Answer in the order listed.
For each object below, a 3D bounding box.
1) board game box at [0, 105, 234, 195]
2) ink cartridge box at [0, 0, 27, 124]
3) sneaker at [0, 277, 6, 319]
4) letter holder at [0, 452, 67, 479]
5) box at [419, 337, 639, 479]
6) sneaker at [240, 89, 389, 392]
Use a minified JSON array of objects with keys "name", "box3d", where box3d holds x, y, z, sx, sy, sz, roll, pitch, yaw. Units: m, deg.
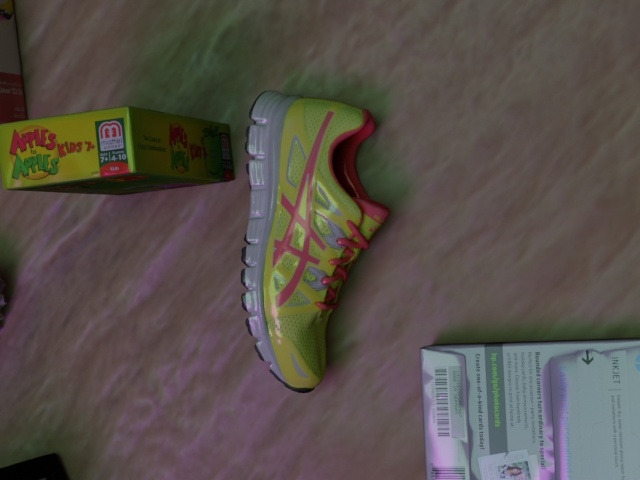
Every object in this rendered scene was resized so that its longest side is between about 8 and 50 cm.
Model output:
[{"name":"board game box","box3d":[-0.133,-0.058,1.104,0.092,0.181,0.043,-7,89,16]},{"name":"ink cartridge box","box3d":[-0.290,-0.175,1.210,0.115,0.067,0.198,-6,90,16]},{"name":"sneaker","box3d":[-0.369,0.094,1.220,0.293,0.102,0.146,-45,71,9]},{"name":"letter holder","box3d":[-0.246,0.338,1.161,0.214,0.152,0.302,-27,83,17]},{"name":"box","box3d":[0.163,0.138,1.093,0.186,0.038,0.145,-4,90,18]},{"name":"sneaker","box3d":[0.000,0.000,1.119,0.094,0.081,0.208,-1,90,14]}]
